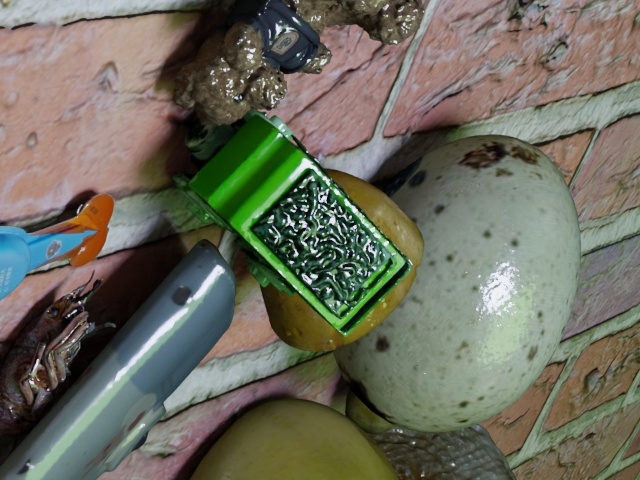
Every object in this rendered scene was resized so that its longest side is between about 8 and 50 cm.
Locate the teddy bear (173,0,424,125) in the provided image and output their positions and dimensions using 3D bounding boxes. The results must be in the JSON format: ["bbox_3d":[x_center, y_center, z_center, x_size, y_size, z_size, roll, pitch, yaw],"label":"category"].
[{"bbox_3d":[-0.028,-0.202,1.580,0.251,0.129,0.182,-30,157,18],"label":"teddy bear"}]

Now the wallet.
[{"bbox_3d":[-0.215,0.172,1.748,0.360,0.083,0.252,-48,171,-13],"label":"wallet"}]

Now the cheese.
[{"bbox_3d":[-0.283,0.018,1.545,0.256,0.037,0.106,-24,144,-47],"label":"cheese"}]

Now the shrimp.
[{"bbox_3d":[-0.266,0.112,1.654,0.073,0.075,0.190,29,93,-32],"label":"shrimp"}]

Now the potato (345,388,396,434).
[{"bbox_3d":[0.126,0.168,2.328,0.251,0.113,0.149,-38,160,-10],"label":"potato"}]

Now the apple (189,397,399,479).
[{"bbox_3d":[-0.032,0.352,2.131,0.292,0.254,0.292,-35,144,-31],"label":"apple"}]

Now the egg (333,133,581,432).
[{"bbox_3d":[0.163,0.051,2.042,0.287,0.288,0.379,-2,111,-58],"label":"egg"}]

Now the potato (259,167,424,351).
[{"bbox_3d":[0.000,0.000,1.860,0.203,0.178,0.158,-38,137,-4],"label":"potato"}]

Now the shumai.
[{"bbox_3d":[0.125,0.430,2.470,0.309,0.304,0.263,3,137,-16],"label":"shumai"}]

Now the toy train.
[{"bbox_3d":[-0.033,-0.024,1.675,0.132,0.188,0.243,-46,117,-3],"label":"toy train"}]
